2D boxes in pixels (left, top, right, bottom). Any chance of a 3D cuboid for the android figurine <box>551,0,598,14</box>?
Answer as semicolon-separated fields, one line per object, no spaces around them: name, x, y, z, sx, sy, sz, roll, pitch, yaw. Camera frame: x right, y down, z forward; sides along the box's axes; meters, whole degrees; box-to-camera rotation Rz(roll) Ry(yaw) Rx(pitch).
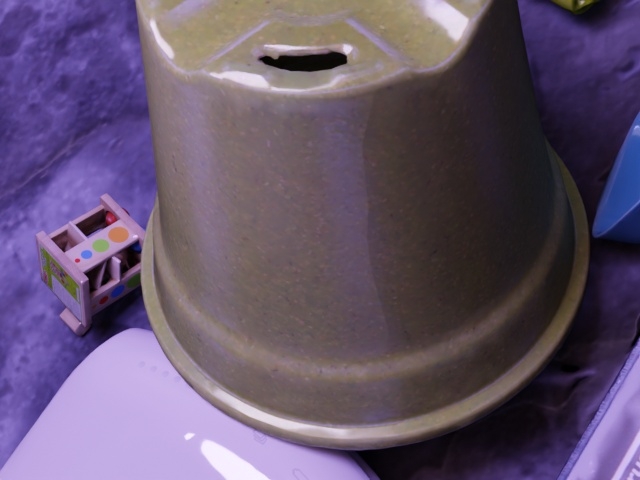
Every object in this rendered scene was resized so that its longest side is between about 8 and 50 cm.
android figurine;0.197;-0.268;0.919;0.273;0.056;0.248;38;89;25

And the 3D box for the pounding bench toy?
pounding bench toy;-0.150;0.021;0.960;0.065;0.083;0.052;-33;62;-27

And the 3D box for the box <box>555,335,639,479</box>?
box;0.320;0.085;0.682;0.294;0.183;0.296;29;83;25

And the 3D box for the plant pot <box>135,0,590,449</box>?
plant pot;0.012;-0.067;0.766;0.276;0.254;0.276;-4;54;5

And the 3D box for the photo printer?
photo printer;-0.104;0.222;0.842;0.256;0.107;0.307;35;88;27

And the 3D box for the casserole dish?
casserole dish;0.210;-0.061;0.790;0.037;0.188;0.114;27;65;-3
